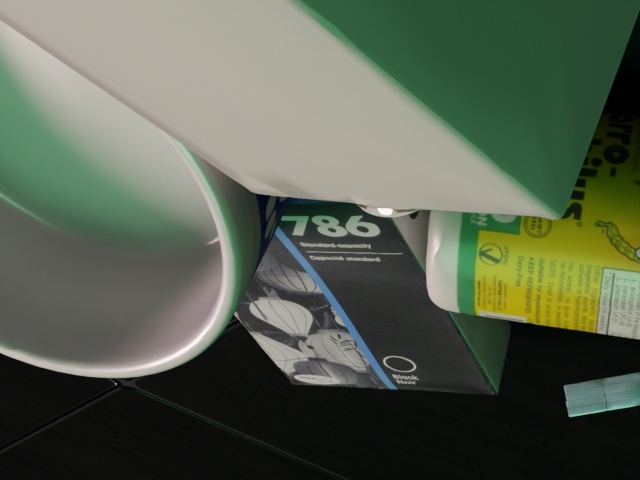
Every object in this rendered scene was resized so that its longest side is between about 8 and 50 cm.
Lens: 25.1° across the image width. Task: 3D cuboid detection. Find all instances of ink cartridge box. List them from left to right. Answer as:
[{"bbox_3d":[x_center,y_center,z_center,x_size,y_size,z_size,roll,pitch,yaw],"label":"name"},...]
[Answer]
[{"bbox_3d":[0.000,0.000,0.912,0.165,0.065,0.333,1,148,26],"label":"ink cartridge box"}]

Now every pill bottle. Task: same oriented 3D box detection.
[{"bbox_3d":[0.168,-0.007,0.758,0.208,0.118,0.117,8,152,12],"label":"pill bottle"}]

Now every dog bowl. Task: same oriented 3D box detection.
[{"bbox_3d":[-0.147,-0.052,0.767,0.264,0.104,0.265,14,137,14],"label":"dog bowl"}]

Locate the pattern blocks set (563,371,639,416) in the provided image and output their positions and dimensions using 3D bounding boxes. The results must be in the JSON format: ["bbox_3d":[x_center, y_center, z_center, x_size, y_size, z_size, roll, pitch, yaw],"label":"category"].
[{"bbox_3d":[0.310,0.059,0.762,0.324,0.026,0.285,-15,171,39],"label":"pattern blocks set"}]

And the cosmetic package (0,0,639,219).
[{"bbox_3d":[-0.063,-0.155,0.496,0.197,0.155,0.365,7,160,47],"label":"cosmetic package"}]
